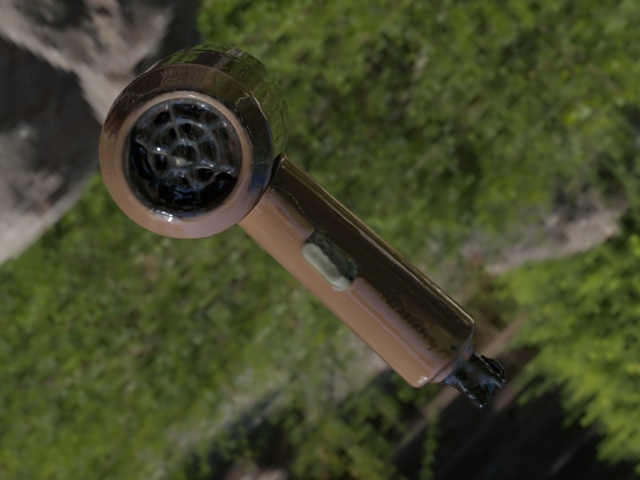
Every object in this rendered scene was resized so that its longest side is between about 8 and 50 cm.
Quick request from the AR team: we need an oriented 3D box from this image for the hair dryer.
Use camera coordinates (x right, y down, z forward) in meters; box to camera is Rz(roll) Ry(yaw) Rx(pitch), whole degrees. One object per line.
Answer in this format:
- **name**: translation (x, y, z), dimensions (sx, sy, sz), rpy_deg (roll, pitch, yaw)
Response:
- **hair dryer**: translation (0.000, 0.000, 0.708), dimensions (0.064, 0.182, 0.117), rpy_deg (-49, -174, 9)
